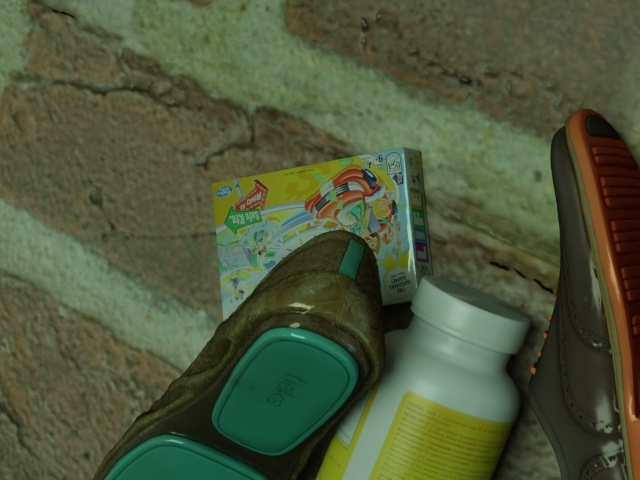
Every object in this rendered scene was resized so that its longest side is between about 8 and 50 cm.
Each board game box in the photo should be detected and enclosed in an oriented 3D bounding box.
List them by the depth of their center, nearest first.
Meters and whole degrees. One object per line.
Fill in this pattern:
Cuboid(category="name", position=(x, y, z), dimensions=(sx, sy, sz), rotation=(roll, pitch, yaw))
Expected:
Cuboid(category="board game box", position=(0.000, 0.000, 1.156), dimensions=(0.154, 0.026, 0.103), rotation=(-10, 82, 29))

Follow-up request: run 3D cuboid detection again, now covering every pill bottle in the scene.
Cuboid(category="pill bottle", position=(0.064, 0.121, 1.066), dimensions=(0.103, 0.103, 0.184), rotation=(27, 100, 29))

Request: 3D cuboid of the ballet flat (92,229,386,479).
Cuboid(category="ballet flat", position=(-0.051, 0.102, 1.109), dimensions=(0.116, 0.124, 0.342), rotation=(28, 137, -7))

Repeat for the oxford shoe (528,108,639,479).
Cuboid(category="oxford shoe", position=(0.162, 0.057, 1.022), dimensions=(0.098, 0.097, 0.271), rotation=(-14, 79, 35))
